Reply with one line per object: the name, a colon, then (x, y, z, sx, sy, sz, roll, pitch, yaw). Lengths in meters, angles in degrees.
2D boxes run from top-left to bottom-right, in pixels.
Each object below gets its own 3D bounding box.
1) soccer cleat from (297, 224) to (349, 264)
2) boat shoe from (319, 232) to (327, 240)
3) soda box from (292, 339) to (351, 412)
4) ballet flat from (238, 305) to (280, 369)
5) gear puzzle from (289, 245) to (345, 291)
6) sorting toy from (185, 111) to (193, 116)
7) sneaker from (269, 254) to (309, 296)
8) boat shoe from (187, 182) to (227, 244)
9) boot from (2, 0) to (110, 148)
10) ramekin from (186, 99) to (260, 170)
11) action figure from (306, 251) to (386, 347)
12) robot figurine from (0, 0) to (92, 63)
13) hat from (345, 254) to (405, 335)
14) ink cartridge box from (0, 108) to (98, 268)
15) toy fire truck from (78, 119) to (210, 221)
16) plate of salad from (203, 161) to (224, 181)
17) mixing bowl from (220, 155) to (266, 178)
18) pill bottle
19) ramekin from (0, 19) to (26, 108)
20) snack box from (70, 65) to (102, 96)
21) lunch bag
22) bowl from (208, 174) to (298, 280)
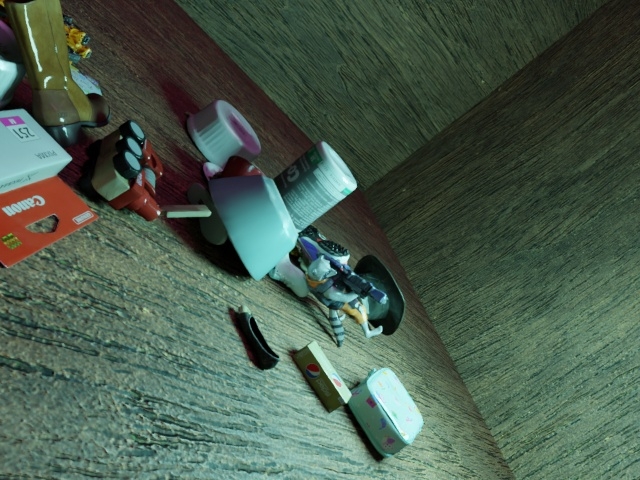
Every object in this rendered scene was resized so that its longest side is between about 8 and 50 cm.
soccer cleat: (-0.023, 0.032, 1.684, 0.109, 0.116, 0.318, -11, 32, -39)
boat shoe: (0.000, 0.000, 2.044, 0.137, 0.049, 0.043, 45, 15, -9)
soda box: (0.005, 0.365, 1.243, 0.181, 0.058, 0.061, 55, 16, 8)
ballet flat: (-0.149, 0.230, 1.116, 0.173, 0.049, 0.057, 58, 16, 20)
gear puzzle: (-0.031, 0.118, 1.720, 0.339, 0.044, 0.175, 45, 19, -15)
sorting toy: (-0.479, -0.460, 1.748, 0.062, 0.012, 0.083, 58, 16, 17)
sneaker: (-0.118, 0.105, 1.460, 0.212, 0.080, 0.094, 58, 40, -12)
boat shoe: (-0.301, -0.074, 1.295, 0.070, 0.078, 0.219, 25, 30, -56)
boot: (-0.542, -0.367, 0.962, 0.264, 0.096, 0.280, -78, 171, -58)
ramekin: (-0.348, -0.386, 1.712, 0.277, 0.135, 0.277, 48, 19, -22)
action figure: (0.068, 0.188, 1.442, 0.341, 0.178, 0.330, 28, -26, 57)
robot figurine: (-0.681, -0.505, 1.057, 0.291, 0.085, 0.211, 29, 29, -33)
hat: (0.180, 0.227, 1.818, 0.134, 0.331, 0.331, -10, 57, -31)
ink cartridge box: (-0.519, -0.104, 0.783, 0.239, 0.060, 0.275, 48, 16, -12)
toy fire truck: (-0.394, -0.133, 1.072, 0.246, 0.158, 0.217, 54, 10, -41)
plate of salad: (-0.316, -0.193, 1.565, 0.200, 0.048, 0.200, 48, 16, -19)
mixing bowl: (-0.249, -0.167, 1.454, 0.181, 0.098, 0.181, 32, -23, 15)
pill bottle: (-0.072, -0.155, 1.593, 0.204, 0.361, 0.204, 47, 16, -18)
ramekin: (-0.655, -0.356, 0.852, 0.207, 0.109, 0.207, 47, 16, -18)
snack box: (-0.625, -0.400, 1.160, 0.141, 0.037, 0.100, 28, 29, -54)
lunch bag: (0.194, 0.503, 1.385, 0.224, 0.108, 0.279, 52, 13, 17)
bowl: (-0.170, -0.059, 1.292, 0.311, 0.163, 0.311, 156, -90, -88)
